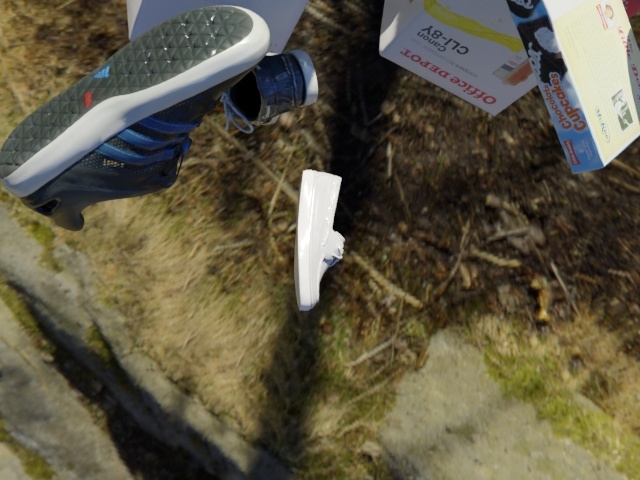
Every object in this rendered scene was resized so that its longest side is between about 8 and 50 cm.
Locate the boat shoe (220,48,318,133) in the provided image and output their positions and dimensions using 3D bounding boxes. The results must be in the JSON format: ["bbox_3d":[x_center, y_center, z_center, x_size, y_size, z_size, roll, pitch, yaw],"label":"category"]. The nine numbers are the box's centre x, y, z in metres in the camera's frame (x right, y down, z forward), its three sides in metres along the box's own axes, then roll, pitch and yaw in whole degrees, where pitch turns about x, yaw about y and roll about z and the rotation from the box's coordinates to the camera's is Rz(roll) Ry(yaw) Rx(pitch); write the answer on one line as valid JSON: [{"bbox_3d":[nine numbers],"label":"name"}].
[{"bbox_3d":[-0.082,-0.183,1.171,0.079,0.254,0.095,-15,102,-20],"label":"boat shoe"}]

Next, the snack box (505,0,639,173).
[{"bbox_3d":[0.360,-0.277,1.306,0.060,0.187,0.321,-8,111,49],"label":"snack box"}]

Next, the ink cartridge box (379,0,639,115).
[{"bbox_3d":[0.322,-0.415,1.624,0.279,0.160,0.385,24,147,-22],"label":"ink cartridge box"}]

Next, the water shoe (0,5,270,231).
[{"bbox_3d":[-0.110,-0.078,0.609,0.203,0.072,0.080,-26,134,17],"label":"water shoe"}]

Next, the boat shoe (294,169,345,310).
[{"bbox_3d":[0.000,0.000,1.205,0.063,0.066,0.184,4,68,-5],"label":"boat shoe"}]

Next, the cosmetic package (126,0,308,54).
[{"bbox_3d":[-0.092,-0.409,1.151,0.217,0.156,0.385,5,142,-23],"label":"cosmetic package"}]
